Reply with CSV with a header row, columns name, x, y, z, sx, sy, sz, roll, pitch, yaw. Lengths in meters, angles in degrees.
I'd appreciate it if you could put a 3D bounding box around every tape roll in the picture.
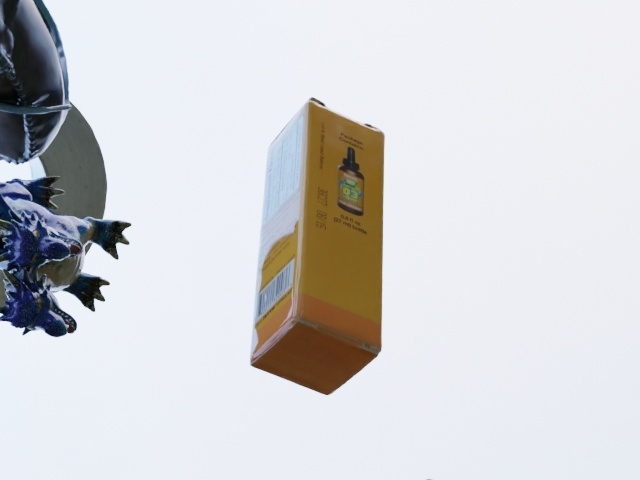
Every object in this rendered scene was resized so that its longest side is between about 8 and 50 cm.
name,x,y,z,sx,sy,sz,roll,pitch,yaw
tape roll,-0.302,-0.048,1.163,0.219,0.072,0.219,-4,-79,-23

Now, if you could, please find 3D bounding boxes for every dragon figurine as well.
name,x,y,z,sx,sy,sz,roll,pitch,yaw
dragon figurine,-0.240,-0.013,0.958,0.144,0.289,0.085,19,-81,-54

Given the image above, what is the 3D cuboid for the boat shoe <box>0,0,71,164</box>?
name,x,y,z,sx,sy,sz,roll,pitch,yaw
boat shoe,-0.203,-0.114,0.655,0.258,0.109,0.089,71,-148,-54

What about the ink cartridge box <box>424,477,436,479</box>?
name,x,y,z,sx,sy,sz,roll,pitch,yaw
ink cartridge box,0.163,0.292,0.978,0.235,0.171,0.056,20,-40,-17

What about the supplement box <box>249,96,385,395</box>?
name,x,y,z,sx,sy,sz,roll,pitch,yaw
supplement box,0.000,0.000,1.046,0.078,0.233,0.080,23,-42,-22
